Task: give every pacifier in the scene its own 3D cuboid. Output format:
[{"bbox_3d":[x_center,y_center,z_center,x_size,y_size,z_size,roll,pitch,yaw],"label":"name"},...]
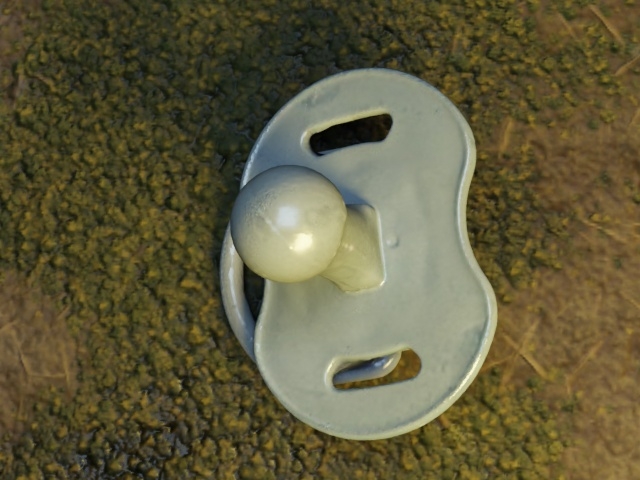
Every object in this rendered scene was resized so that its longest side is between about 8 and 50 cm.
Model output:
[{"bbox_3d":[0.000,0.000,1.055,0.238,0.226,0.287,-8,74,24],"label":"pacifier"}]
